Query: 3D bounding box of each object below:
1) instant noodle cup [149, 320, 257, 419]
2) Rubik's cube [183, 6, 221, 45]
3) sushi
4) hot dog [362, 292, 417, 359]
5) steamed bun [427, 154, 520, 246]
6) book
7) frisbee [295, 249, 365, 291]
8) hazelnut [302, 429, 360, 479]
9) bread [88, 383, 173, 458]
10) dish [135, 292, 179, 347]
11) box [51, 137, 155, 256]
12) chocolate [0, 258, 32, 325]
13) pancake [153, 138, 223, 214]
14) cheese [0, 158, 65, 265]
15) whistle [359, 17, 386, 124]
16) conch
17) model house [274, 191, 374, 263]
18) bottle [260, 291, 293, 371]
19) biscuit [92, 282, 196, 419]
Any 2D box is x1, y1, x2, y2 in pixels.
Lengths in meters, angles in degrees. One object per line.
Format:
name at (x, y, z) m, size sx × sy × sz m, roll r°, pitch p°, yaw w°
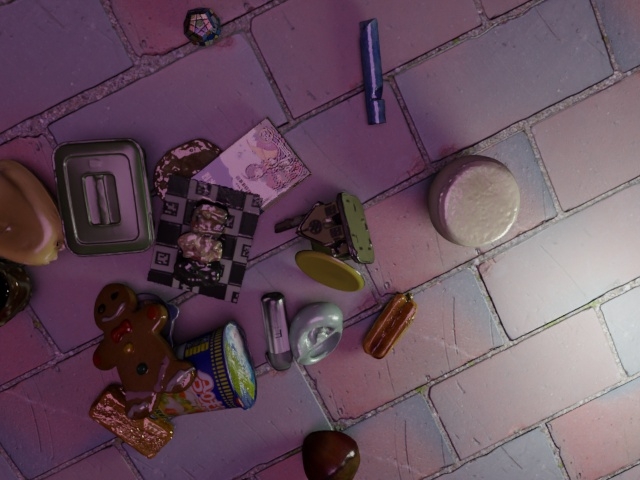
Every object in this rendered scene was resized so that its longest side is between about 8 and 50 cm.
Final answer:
instant noodle cup at (-0.387, 0.421, 1.744) m, size 0.312 × 0.284 × 0.284 m, roll -16°, pitch 103°, yaw 6°
Rubik's cube at (-0.338, -0.610, 1.611) m, size 0.111 × 0.111 × 0.093 m, roll -9°, pitch 130°, yaw -4°
sushi at (-0.357, 0.020, 1.703) m, size 0.296 × 0.100 × 0.373 m, roll 15°, pitch 110°, yaw -8°
hot dog at (0.235, 0.278, 1.862) m, size 0.104 × 0.076 × 0.250 m, roll 32°, pitch 94°, yaw 9°
steamed bun at (0.461, -0.125, 1.742) m, size 0.283 × 0.177 × 0.283 m, roll -2°, pitch 103°, yaw -8°
book at (-0.216, -0.191, 1.726) m, size 0.322 × 0.018 × 0.228 m, roll -40°, pitch 108°, yaw -1°
frisbee at (0.026, 0.098, 1.732) m, size 0.236 × 0.236 × 0.017 m, roll 30°, pitch 65°, yaw -10°
hazelnut at (0.024, 0.728, 1.888) m, size 0.208 × 0.208 × 0.208 m, roll -1°, pitch 102°, yaw -5°
bread at (-0.611, 0.585, 1.839) m, size 0.271 × 0.077 × 0.139 m, roll 40°, pitch 92°, yaw -13°
dish at (-0.533, 0.281, 1.759) m, size 0.236 × 0.086 × 0.228 m, roll -2°, pitch 77°, yaw 17°
box at (-0.610, -0.133, 1.645) m, size 0.252 × 0.178 × 0.329 m, roll -3°, pitch 104°, yaw -3°
chocolate at (-1.010, 0.151, 1.646) m, size 0.340 × 0.210 × 0.225 m, roll -2°, pitch 93°, yaw 4°
pancake at (-0.387, -0.194, 1.718) m, size 0.222 × 0.042 × 0.236 m, roll 30°, pitch 96°, yaw -14°
cheese at (-0.868, -0.057, 1.630) m, size 0.316 × 0.128 × 0.259 m, roll 41°, pitch 106°, yaw 4°
whistle at (0.155, -0.503, 1.697) m, size 0.062 × 0.062 × 0.304 m, roll -7°, pitch 102°, yaw -4°
conch at (-0.013, 0.295, 1.814) m, size 0.185 × 0.121 × 0.221 m, roll 29°, pitch 101°, yaw -20°
model house at (0.000, 0.000, 1.735) m, size 0.278 × 0.205 × 0.218 m, roll -18°, pitch 79°, yaw 23°
bottle at (-0.146, 0.296, 1.825) m, size 0.096 × 0.079 × 0.254 m, roll -4°, pitch 103°, yaw 17°
biscuit at (-0.565, 0.307, 1.675) m, size 0.283 × 0.064 × 0.432 m, roll -38°, pitch 67°, yaw 7°
